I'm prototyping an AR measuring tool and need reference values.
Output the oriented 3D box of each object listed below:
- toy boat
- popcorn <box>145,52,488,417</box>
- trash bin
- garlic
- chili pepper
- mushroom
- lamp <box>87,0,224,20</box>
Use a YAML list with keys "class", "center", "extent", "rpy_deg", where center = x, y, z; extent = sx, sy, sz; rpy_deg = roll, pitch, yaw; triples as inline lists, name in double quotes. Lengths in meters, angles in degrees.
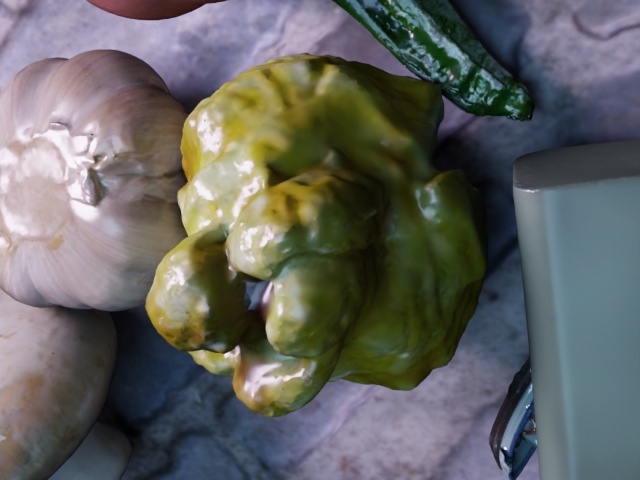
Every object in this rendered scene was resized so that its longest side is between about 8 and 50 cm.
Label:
- class: "toy boat"
  center: [0.181, 0.137, 1.319]
  extent: [0.066, 0.059, 0.140]
  rpy_deg: [38, 116, 26]
- class: "popcorn"
  center: [-0.003, 0.006, 1.231]
  extent: [0.276, 0.276, 0.225]
  rpy_deg: [42, 134, 6]
- class: "trash bin"
  center: [0.259, 0.103, 1.191]
  extent: [0.223, 0.158, 0.343]
  rpy_deg: [-6, 106, 8]
- class: "garlic"
  center: [-0.186, -0.048, 1.358]
  extent: [0.228, 0.152, 0.227]
  rpy_deg: [-3, 86, 39]
- class: "chili pepper"
  center: [0.079, -0.171, 1.256]
  extent: [0.227, 0.059, 0.088]
  rpy_deg: [43, 118, 3]
- class: "mushroom"
  center: [-0.261, 0.157, 1.460]
  extent: [0.244, 0.243, 0.243]
  rpy_deg: [9, 112, 22]
- class: "lamp"
  center: [-0.136, -0.308, 1.192]
  extent: [0.305, 0.240, 0.305]
  rpy_deg: [7, 105, 30]
